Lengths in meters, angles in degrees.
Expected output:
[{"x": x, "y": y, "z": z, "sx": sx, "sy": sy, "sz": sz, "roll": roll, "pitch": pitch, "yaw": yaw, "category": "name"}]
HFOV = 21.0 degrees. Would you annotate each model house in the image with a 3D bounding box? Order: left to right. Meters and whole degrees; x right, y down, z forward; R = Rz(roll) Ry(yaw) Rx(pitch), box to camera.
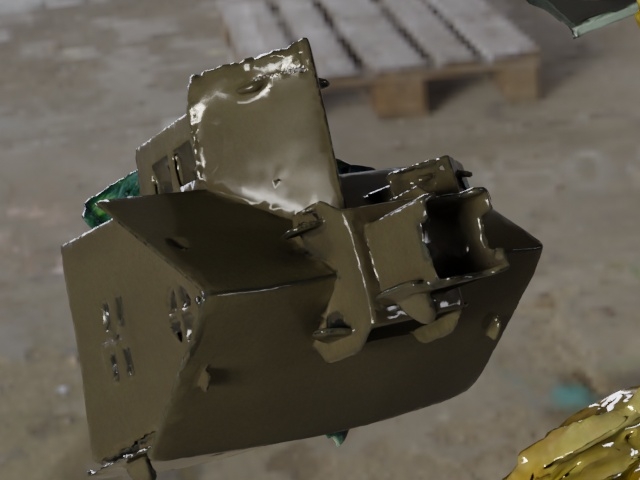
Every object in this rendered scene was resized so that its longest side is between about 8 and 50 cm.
[{"x": 0.000, "y": 0.000, "z": 0.890, "sx": 0.211, "sy": 0.204, "sz": 0.243, "roll": -9, "pitch": -8, "yaw": -33, "category": "model house"}]

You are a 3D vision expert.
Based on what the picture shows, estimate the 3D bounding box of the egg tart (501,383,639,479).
[{"x": 0.178, "y": 0.179, "z": 0.648, "sx": 0.341, "sy": 0.129, "sz": 0.341, "roll": -10, "pitch": 60, "yaw": 18, "category": "egg tart"}]

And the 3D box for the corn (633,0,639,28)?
[{"x": 0.189, "y": -0.184, "z": 0.680, "sx": 0.119, "sy": 0.119, "sz": 0.322, "roll": 2, "pitch": 52, "yaw": 20, "category": "corn"}]

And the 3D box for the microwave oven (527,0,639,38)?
[{"x": 0.100, "y": -0.273, "z": 0.841, "sx": 0.181, "sy": 0.295, "sz": 0.237, "roll": -18, "pitch": 52, "yaw": 39, "category": "microwave oven"}]

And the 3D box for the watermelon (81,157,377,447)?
[{"x": -0.063, "y": 0.043, "z": 1.120, "sx": 0.207, "sy": 0.202, "sz": 0.136, "roll": 15, "pitch": 43, "yaw": 6, "category": "watermelon"}]
